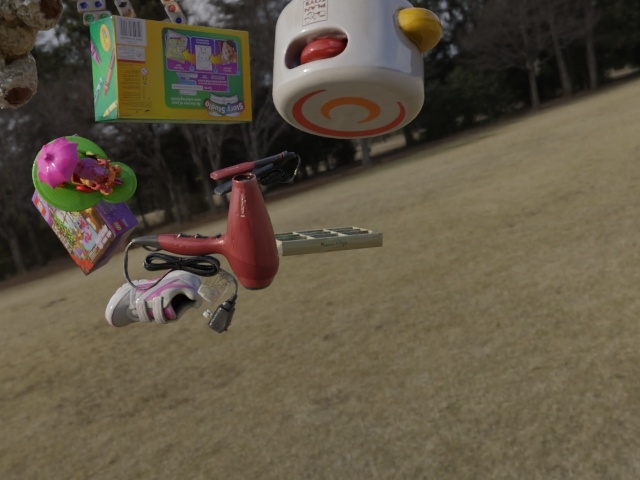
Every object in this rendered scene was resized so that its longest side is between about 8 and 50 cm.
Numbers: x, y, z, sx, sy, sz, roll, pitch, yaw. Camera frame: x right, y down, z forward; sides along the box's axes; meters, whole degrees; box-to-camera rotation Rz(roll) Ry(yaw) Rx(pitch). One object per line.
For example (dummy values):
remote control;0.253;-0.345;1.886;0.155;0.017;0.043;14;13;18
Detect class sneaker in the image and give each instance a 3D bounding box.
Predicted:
sneaker;-0.395;0.150;1.807;0.252;0.103;0.111;-25;43;-5

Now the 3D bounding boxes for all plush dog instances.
plush dog;-0.632;-0.399;1.367;0.225;0.262;0.210;3;34;-48

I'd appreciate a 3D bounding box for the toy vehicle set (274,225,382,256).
toy vehicle set;0.000;0.000;1.861;0.267;0.035;0.166;-5;9;-23

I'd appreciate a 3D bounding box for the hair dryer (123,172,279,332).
hair dryer;-0.176;0.015;1.210;0.293;0.224;0.080;-51;16;22

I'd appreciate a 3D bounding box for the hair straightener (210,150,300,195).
hair straightener;-0.145;-0.150;1.761;0.230;0.089;0.047;-24;34;-26

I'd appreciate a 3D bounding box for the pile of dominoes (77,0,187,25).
pile of dominoes;-0.419;-0.521;1.562;0.196;0.251;0.040;-27;-9;-6

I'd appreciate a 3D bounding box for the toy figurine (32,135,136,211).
toy figurine;-0.388;-0.110;1.210;0.173;0.130;0.159;13;-3;-11

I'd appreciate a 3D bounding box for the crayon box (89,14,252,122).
crayon box;-0.251;-0.287;1.303;0.278;0.165;0.081;-7;8;-43

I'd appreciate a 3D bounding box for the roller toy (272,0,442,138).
roller toy;0.037;-0.231;0.960;0.191;0.146;0.209;6;-17;-16

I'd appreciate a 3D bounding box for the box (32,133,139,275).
box;-0.470;-0.059;1.474;0.057;0.201;0.293;-35;1;-32
